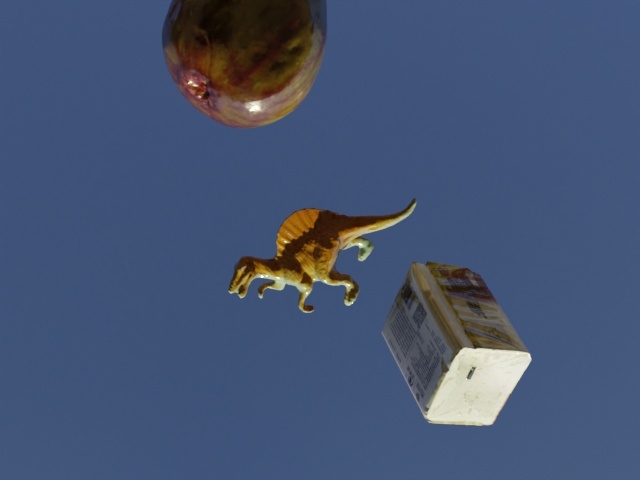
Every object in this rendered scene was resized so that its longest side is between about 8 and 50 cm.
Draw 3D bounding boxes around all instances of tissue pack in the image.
[{"bbox_3d":[0.143,0.110,1.226,0.099,0.106,0.149,7,-147,-24],"label":"tissue pack"}]

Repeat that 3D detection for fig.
[{"bbox_3d":[-0.037,-0.150,0.775,0.155,0.103,0.109,-48,-60,-26],"label":"fig"}]

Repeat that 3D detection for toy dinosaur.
[{"bbox_3d":[-0.001,0.001,1.348,0.142,0.057,0.212,32,-85,-25],"label":"toy dinosaur"}]
